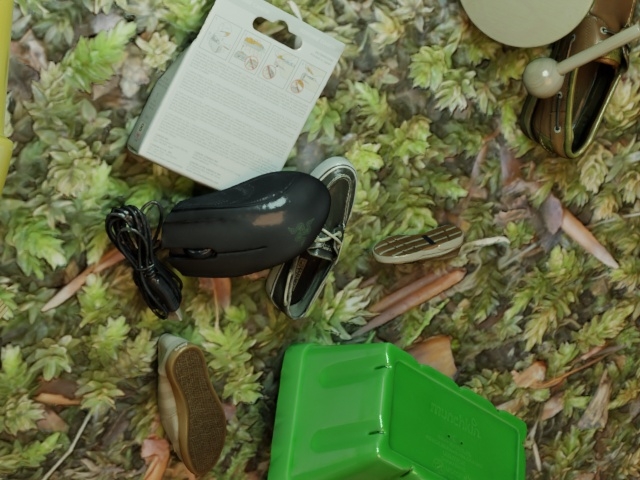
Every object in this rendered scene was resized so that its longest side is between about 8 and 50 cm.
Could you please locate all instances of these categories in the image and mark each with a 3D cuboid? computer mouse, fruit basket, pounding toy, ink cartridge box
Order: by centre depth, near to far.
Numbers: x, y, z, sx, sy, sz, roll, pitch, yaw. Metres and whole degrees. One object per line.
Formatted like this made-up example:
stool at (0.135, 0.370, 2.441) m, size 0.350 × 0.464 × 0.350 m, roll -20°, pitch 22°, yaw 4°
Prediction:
ink cartridge box at (-0.102, -0.176, 1.706) m, size 0.189 × 0.066 × 0.232 m, roll 24°, pitch 93°, yaw -31°
computer mouse at (-0.110, 0.004, 1.721) m, size 0.272 × 0.072 × 0.188 m, roll -20°, pitch 131°, yaw 1°
pounding toy at (0.289, -0.318, 1.778) m, size 0.183 × 0.110 × 0.237 m, roll -32°, pitch 88°, yaw 26°
fruit basket at (0.054, 0.333, 1.935) m, size 0.392 × 0.283 × 0.392 m, roll 5°, pitch 147°, yaw 3°

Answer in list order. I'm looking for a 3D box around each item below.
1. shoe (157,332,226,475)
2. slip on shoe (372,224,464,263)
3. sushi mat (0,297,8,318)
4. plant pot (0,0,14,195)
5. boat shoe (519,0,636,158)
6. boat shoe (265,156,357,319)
shoe at (-0.175, 0.216, 1.853) m, size 0.076 × 0.058 × 0.219 m, roll -30°, pitch 128°, yaw -33°
slip on shoe at (0.133, 0.015, 1.905) m, size 0.135 × 0.051 × 0.041 m, roll -16°, pitch 131°, yaw -25°
sushi mat at (-0.505, 0.140, 1.594) m, size 0.151 × 0.019 × 0.316 m, roll 51°, pitch 60°, yaw -25°
plant pot at (-0.430, -0.174, 1.451) m, size 0.254 × 0.254 × 0.239 m, roll 17°, pitch 89°, yaw -30°
boat shoe at (0.370, -0.256, 1.854) m, size 0.110 × 0.104 × 0.307 m, roll 6°, pitch 110°, yaw -27°
boat shoe at (0.000, 0.000, 1.819) m, size 0.078 × 0.070 × 0.219 m, roll 13°, pitch 107°, yaw -29°
